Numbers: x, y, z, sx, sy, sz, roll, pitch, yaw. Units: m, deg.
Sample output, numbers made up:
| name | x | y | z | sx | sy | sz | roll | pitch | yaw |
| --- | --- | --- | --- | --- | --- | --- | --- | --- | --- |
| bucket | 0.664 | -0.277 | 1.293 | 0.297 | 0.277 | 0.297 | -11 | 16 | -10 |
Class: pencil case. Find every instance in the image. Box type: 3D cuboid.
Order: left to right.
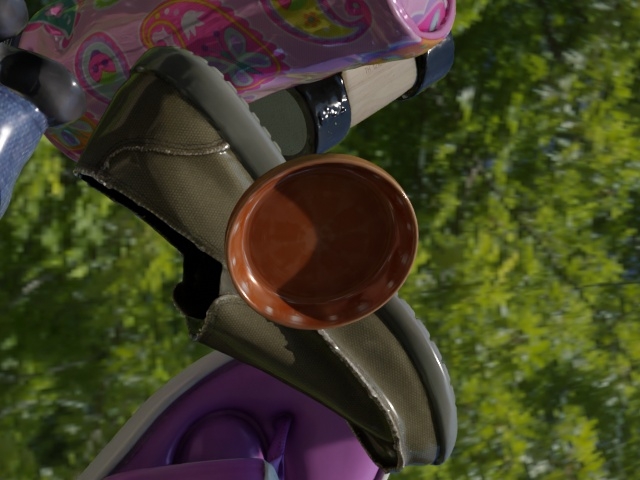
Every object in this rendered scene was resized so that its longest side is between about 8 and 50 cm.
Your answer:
| name | x | y | z | sx | sy | sz | roll | pitch | yaw |
| --- | --- | --- | --- | --- | --- | --- | --- | --- | --- |
| pencil case | -0.059 | -0.136 | 0.981 | 0.284 | 0.124 | 0.124 | -16 | -98 | 29 |

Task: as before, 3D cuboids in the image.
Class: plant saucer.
| name | x | y | z | sx | sy | sz | roll | pitch | yaw |
| --- | --- | --- | --- | --- | --- | --- | --- | --- | --- |
| plant saucer | 0.000 | 0.000 | 0.671 | 0.083 | 0.083 | 0.013 | -56 | -156 | 19 |

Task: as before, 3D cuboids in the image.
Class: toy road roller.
| name | x | y | z | sx | sy | sz | roll | pitch | yaw |
| --- | --- | --- | --- | --- | --- | --- | --- | --- | --- |
| toy road roller | -0.053 | -0.224 | 1.420 | 0.329 | 0.202 | 0.241 | 11 | -55 | 44 |

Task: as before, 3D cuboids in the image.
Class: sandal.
| name | x | y | z | sx | sy | sz | roll | pitch | yaw |
| --- | --- | --- | --- | --- | --- | --- | --- | --- | --- |
| sandal | -0.106 | 0.212 | 0.979 | 0.416 | 0.102 | 0.169 | -37 | -74 | -11 |

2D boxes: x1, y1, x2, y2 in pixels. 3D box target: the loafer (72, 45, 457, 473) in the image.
| name | x | y | z | sx | sy | sz | roll | pitch | yaw |
| --- | --- | --- | --- | --- | --- | --- | --- | --- | --- |
| loafer | -0.030 | 0.026 | 0.766 | 0.251 | 0.087 | 0.094 | 52 | -17 | -12 |

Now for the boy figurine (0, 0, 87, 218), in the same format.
| name | x | y | z | sx | sy | sz | roll | pitch | yaw |
| --- | --- | --- | --- | --- | --- | --- | --- | --- | --- |
| boy figurine | -0.199 | 0.022 | 0.636 | 0.092 | 0.177 | 0.285 | 8 | -123 | 33 |
